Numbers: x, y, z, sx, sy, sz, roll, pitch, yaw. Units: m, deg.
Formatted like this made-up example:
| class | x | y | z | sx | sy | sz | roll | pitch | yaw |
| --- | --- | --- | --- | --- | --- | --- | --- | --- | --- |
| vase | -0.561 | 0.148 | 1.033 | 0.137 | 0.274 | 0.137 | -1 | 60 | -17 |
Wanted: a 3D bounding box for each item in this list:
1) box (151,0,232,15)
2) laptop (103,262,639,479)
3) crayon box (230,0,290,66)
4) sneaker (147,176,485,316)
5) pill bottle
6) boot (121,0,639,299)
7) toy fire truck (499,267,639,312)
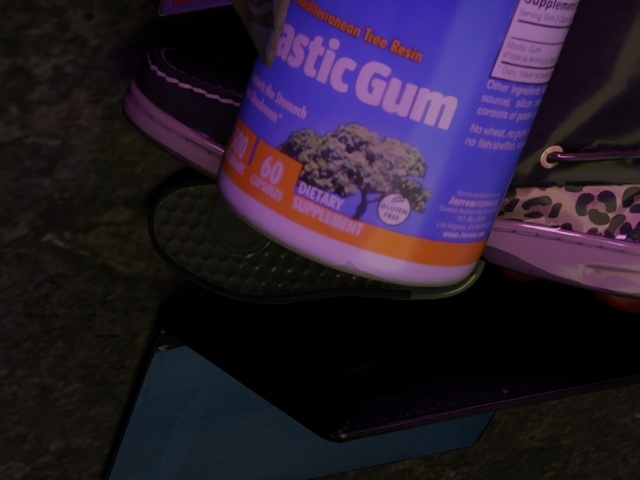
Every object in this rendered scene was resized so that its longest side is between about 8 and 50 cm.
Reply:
| class | x | y | z | sx | sy | sz | roll | pitch | yaw |
| --- | --- | --- | --- | --- | --- | --- | --- | --- | --- |
| box | -0.061 | -0.271 | 0.842 | 0.057 | 0.201 | 0.293 | -12 | 143 | -25 |
| laptop | 0.074 | 0.148 | 1.495 | 0.382 | 0.408 | 0.236 | -9 | 109 | -28 |
| crayon box | -0.093 | -0.242 | 0.745 | 0.083 | 0.323 | 0.203 | -10 | 143 | -26 |
| sneaker | 0.000 | 0.002 | 1.364 | 0.226 | 0.086 | 0.163 | 8 | -178 | 4 |
| pill bottle | 0.055 | -0.126 | 1.035 | 0.152 | 0.152 | 0.272 | 5 | 111 | -40 |
| boot | 0.093 | -0.137 | 1.177 | 0.377 | 0.138 | 0.284 | 16 | 110 | -3 |
| toy fire truck | 0.219 | -0.115 | 1.328 | 0.302 | 0.169 | 0.254 | -29 | 122 | 2 |
